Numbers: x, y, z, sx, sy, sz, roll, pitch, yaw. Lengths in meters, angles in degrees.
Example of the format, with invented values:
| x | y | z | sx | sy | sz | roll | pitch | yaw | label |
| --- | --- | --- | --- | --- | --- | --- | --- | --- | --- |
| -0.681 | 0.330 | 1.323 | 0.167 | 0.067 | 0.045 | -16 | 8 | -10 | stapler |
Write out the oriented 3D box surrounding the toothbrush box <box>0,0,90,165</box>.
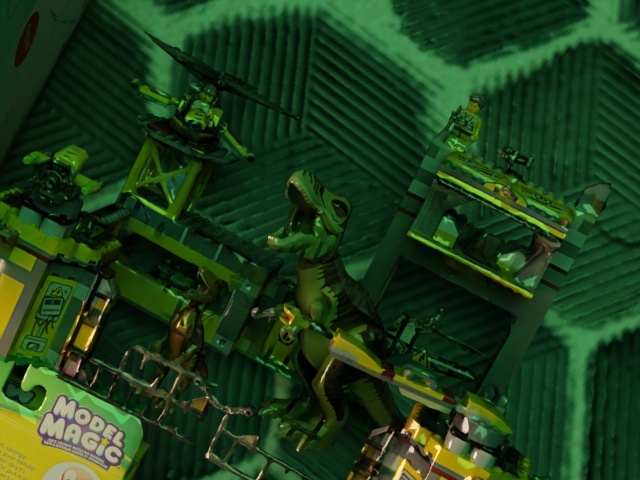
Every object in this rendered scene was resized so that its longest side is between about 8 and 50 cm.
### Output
| x | y | z | sx | sy | sz | roll | pitch | yaw | label |
| --- | --- | --- | --- | --- | --- | --- | --- | --- | --- |
| -0.217 | -0.105 | 0.742 | 0.126 | 0.216 | 0.295 | 21 | 62 | 0 | toothbrush box |

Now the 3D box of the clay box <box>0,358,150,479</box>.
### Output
| x | y | z | sx | sy | sz | roll | pitch | yaw | label |
| --- | --- | --- | --- | --- | --- | --- | --- | --- | --- |
| -0.177 | 0.148 | 0.752 | 0.127 | 0.053 | 0.222 | 28 | 105 | 2 | clay box |

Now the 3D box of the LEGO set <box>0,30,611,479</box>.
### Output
| x | y | z | sx | sy | sz | roll | pitch | yaw | label |
| --- | --- | --- | --- | --- | --- | --- | --- | --- | --- |
| 0.000 | 0.000 | 0.743 | 0.331 | 0.255 | 0.192 | 29 | 104 | 14 | LEGO set |
